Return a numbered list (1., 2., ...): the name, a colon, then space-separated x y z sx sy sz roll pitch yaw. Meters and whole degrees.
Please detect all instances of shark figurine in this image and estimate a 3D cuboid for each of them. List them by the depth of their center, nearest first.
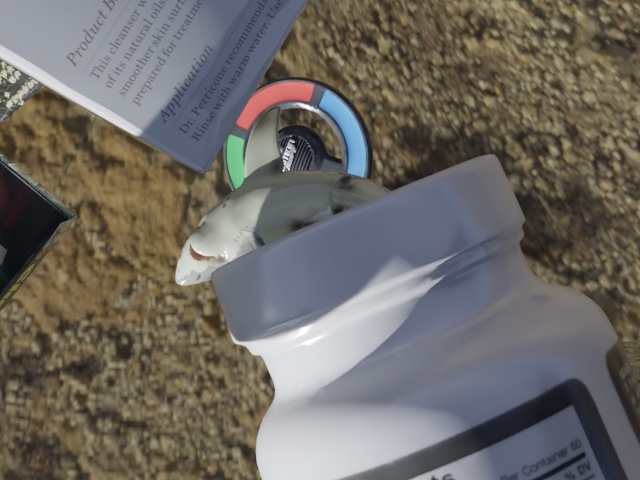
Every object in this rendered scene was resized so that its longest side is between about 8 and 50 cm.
1. shark figurine: 0.025 -0.012 1.093 0.278 0.116 0.166 11 82 26

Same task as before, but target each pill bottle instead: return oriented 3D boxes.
1. pill bottle: 0.091 0.150 0.697 0.210 0.210 0.363 -24 88 5

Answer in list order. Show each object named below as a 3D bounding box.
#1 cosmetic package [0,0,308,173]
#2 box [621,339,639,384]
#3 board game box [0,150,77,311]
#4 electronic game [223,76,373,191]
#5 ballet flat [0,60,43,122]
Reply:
1. cosmetic package: -0.174 -0.219 0.597 0.385 0.156 0.217 33 88 -31
2. box: 0.371 0.304 1.671 0.472 0.480 0.297 -10 90 10
3. board game box: -0.262 -0.042 0.640 0.260 0.030 0.136 40 93 6
4. electronic game: -0.034 -0.123 1.860 0.229 0.048 0.229 4 101 19
5. ballet flat: -0.332 -0.138 0.994 0.483 0.182 0.164 -36 73 28
